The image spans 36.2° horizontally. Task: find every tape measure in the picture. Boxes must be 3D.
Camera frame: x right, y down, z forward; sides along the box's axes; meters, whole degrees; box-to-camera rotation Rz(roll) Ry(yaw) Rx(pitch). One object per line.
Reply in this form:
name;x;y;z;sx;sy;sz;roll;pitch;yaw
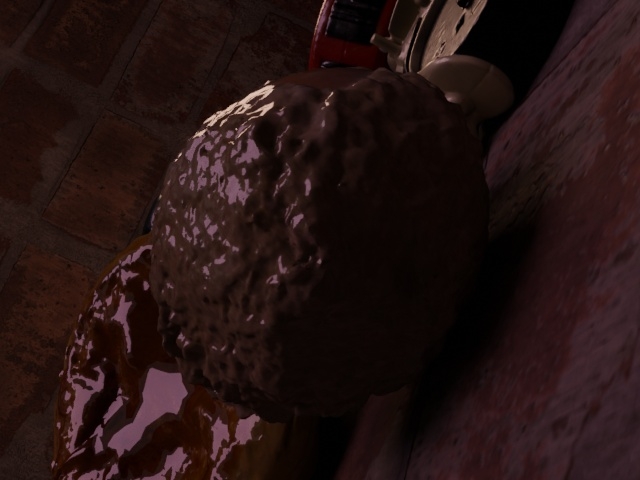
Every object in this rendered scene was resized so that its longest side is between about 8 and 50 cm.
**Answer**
tape measure;0.073;-0.243;1.293;0.260;0.114;0.253;67;-137;-65

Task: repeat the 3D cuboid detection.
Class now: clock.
clock;0.151;-0.240;1.034;0.276;0.120;0.379;-56;13;34

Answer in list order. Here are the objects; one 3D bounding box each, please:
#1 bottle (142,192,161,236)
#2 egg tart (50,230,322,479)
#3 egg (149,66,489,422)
bottle;-0.093;0.013;1.263;0.143;0.271;0.156;-56;12;46
egg tart;-0.135;0.188;1.101;0.443;0.178;0.443;-18;62;37
egg;0.000;0.000;0.784;0.310;0.279;0.279;-59;10;28
